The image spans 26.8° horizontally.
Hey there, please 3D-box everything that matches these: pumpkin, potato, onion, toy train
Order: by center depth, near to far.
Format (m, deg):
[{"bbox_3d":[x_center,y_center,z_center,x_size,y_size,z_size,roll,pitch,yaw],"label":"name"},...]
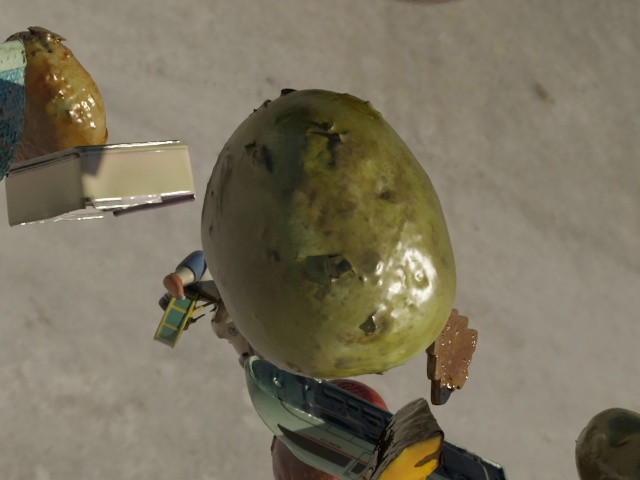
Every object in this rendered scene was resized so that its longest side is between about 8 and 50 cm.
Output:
[{"bbox_3d":[0.000,0.000,0.998,0.210,0.173,0.307,63,-6,1],"label":"potato"},{"bbox_3d":[0.070,0.312,1.252,0.190,0.280,0.139,42,0,-6],"label":"pumpkin"},{"bbox_3d":[0.385,0.279,1.507,0.235,0.160,0.178,39,-13,33],"label":"potato"},{"bbox_3d":[0.057,0.255,1.644,0.407,0.088,0.086,29,27,-23],"label":"toy train"},{"bbox_3d":[-0.001,0.327,2.227,0.163,0.230,0.230,31,31,-39],"label":"onion"}]

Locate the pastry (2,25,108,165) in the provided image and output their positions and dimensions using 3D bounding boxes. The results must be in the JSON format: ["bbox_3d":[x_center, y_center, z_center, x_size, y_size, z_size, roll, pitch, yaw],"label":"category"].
[{"bbox_3d":[-0.382,-0.181,1.788,0.218,0.229,0.100,30,50,16],"label":"pastry"}]

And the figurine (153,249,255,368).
[{"bbox_3d":[-0.113,0.125,2.022,0.275,0.161,0.158,22,73,1],"label":"figurine"}]

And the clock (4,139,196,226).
[{"bbox_3d":[-0.247,-0.062,1.498,0.147,0.192,0.071,-7,89,-38],"label":"clock"}]

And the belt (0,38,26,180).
[{"bbox_3d":[-0.324,-0.096,1.112,0.148,0.163,0.082,15,21,22],"label":"belt"}]

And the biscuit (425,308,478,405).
[{"bbox_3d":[0.151,0.128,1.610,0.119,0.019,0.130,-56,140,-36],"label":"biscuit"}]

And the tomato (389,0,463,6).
[{"bbox_3d":[0.114,-0.381,1.276,0.282,0.317,0.316,38,28,-20],"label":"tomato"}]
